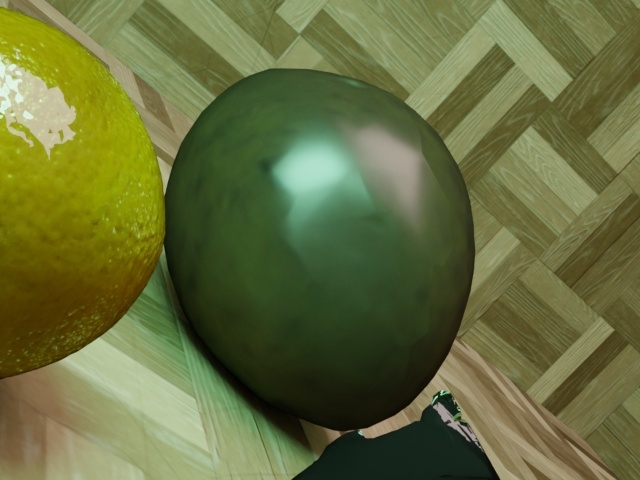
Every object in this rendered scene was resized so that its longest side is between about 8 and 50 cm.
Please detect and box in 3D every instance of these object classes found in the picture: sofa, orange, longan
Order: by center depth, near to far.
[{"bbox_3d":[-0.203,-0.028,0.529,0.236,0.236,0.236,42,7,-7],"label":"orange"},{"bbox_3d":[0.079,0.267,0.693,0.200,0.182,0.258,59,4,-12],"label":"sofa"},{"bbox_3d":[0.000,0.000,1.015,0.404,0.336,0.404,166,-90,-81],"label":"longan"}]
